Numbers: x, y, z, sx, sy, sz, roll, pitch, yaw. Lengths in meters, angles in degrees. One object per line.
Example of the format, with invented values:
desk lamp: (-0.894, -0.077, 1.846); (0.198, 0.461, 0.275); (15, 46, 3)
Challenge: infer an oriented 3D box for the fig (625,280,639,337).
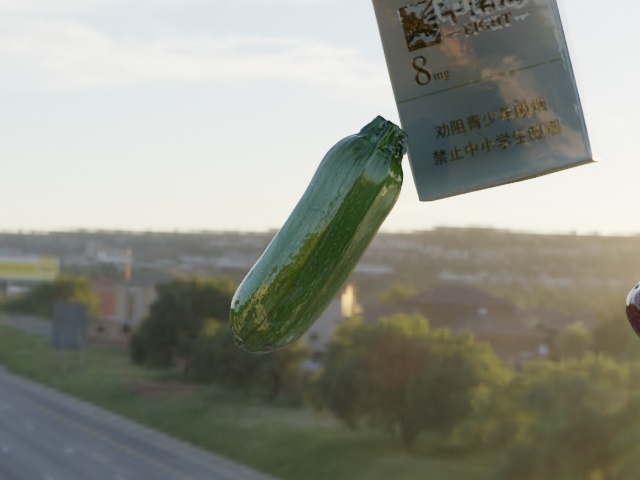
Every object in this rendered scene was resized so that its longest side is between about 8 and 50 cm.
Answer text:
fig: (0.419, 0.084, 1.531); (0.128, 0.150, 0.128); (-13, -25, -6)

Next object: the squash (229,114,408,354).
squash: (0.000, 0.000, 1.052); (0.068, 0.219, 0.077); (31, 7, -16)

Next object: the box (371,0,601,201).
box: (0.132, -0.166, 1.116); (0.155, 0.242, 0.067); (-12, -2, 16)
